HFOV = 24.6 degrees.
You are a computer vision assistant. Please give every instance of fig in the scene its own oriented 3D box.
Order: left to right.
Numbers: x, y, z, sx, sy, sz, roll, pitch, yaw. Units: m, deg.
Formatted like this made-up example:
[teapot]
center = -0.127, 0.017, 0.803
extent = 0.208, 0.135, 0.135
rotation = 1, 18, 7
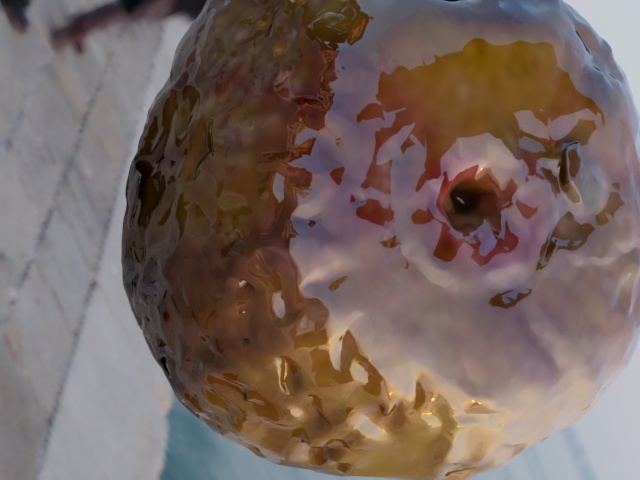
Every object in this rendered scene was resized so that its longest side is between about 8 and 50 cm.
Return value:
[fig]
center = 0.000, 0.000, 0.819
extent = 0.369, 0.286, 0.286
rotation = -21, -89, 61
